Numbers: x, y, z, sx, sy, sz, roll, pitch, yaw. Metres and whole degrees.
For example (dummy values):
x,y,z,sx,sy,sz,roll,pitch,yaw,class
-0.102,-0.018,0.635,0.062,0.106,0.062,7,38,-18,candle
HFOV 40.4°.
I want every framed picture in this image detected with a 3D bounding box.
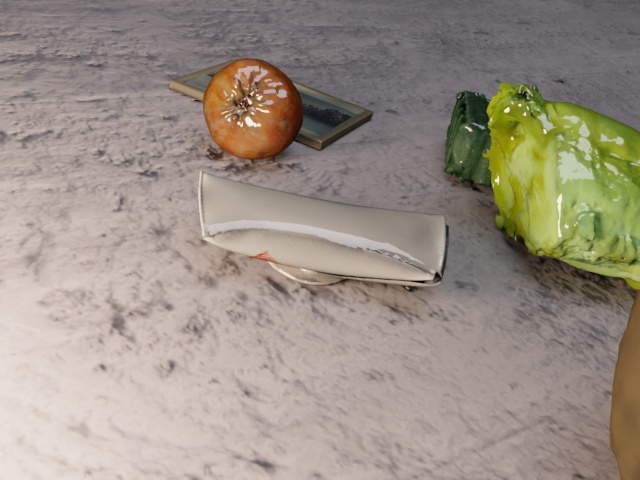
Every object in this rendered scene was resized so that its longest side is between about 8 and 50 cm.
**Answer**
x,y,z,sx,sy,sz,roll,pitch,yaw,class
-0.079,-0.238,1.480,0.289,0.016,0.213,24,30,18,framed picture

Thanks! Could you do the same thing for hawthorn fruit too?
x,y,z,sx,sy,sz,roll,pitch,yaw,class
-0.088,-0.178,1.276,0.149,0.149,0.189,33,-6,31,hawthorn fruit

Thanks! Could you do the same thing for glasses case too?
x,y,z,sx,sy,sz,roll,pitch,yaw,class
0.000,0.001,1.025,0.308,0.083,0.128,11,35,-7,glasses case

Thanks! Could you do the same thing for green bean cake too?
x,y,z,sx,sy,sz,roll,pitch,yaw,class
0.306,-0.150,1.404,0.208,0.107,0.193,16,26,1,green bean cake

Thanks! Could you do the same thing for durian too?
x,y,z,sx,sy,sz,roll,pitch,yaw,class
0.373,-0.056,1.196,0.339,0.204,0.256,17,49,-9,durian

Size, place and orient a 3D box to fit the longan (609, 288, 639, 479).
x,y,z,sx,sy,sz,roll,pitch,yaw,class
0.463,0.122,0.707,0.404,0.404,0.435,33,30,31,longan
